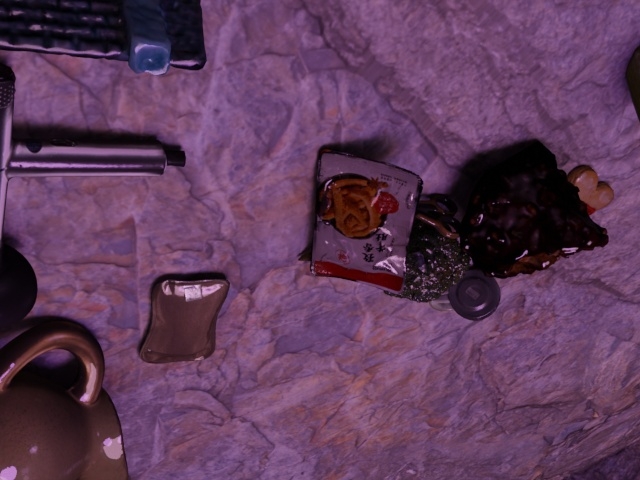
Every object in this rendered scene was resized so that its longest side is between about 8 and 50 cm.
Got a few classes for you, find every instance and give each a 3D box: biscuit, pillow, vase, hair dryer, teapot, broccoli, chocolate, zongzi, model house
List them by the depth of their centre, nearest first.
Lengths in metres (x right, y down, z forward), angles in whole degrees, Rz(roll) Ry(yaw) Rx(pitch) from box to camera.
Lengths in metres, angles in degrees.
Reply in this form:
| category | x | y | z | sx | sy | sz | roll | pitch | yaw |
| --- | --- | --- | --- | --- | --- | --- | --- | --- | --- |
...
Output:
| category | x | y | z | sx | sy | sz | roll | pitch | yaw |
| --- | --- | --- | --- | --- | --- | --- | --- | --- | --- |
| model house | -0.236 | -0.249 | 0.665 | 0.261 | 0.241 | 0.226 | -2 | 139 | -24 |
| hair dryer | -0.323 | -0.034 | 0.942 | 0.284 | 0.155 | 0.320 | 15 | 120 | -24 |
| chocolate | 0.351 | -0.009 | 1.194 | 0.224 | 0.177 | 0.206 | -29 | 131 | -24 |
| vase | -0.441 | 0.278 | 1.210 | 0.302 | 0.241 | 0.329 | 5 | 108 | -46 |
| zongzi | 0.000 | 0.000 | 1.225 | 0.083 | 0.040 | 0.076 | -5 | 134 | 6 |
| broccoli | 0.162 | 0.027 | 1.254 | 0.162 | 0.145 | 0.138 | -10 | 180 | 4 |
| pillow | -0.223 | 0.135 | 1.267 | 0.130 | 0.033 | 0.217 | -1 | 137 | -21 |
| biscuit | 0.415 | -0.029 | 1.388 | 0.234 | 0.030 | 0.153 | -43 | 135 | 22 |
| teapot | 0.275 | 0.103 | 1.448 | 0.092 | 0.124 | 0.091 | -67 | 157 | -10 |

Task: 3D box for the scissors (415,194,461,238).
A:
| category | x | y | z | sx | sy | sz | roll | pitch | yaw |
| --- | --- | --- | --- | --- | --- | --- | --- | --- | --- |
| scissors | 0.121 | -0.055 | 1.196 | 0.220 | 0.088 | 0.017 | 13 | 136 | -22 |

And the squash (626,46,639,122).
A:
| category | x | y | z | sx | sy | sz | roll | pitch | yaw |
| --- | --- | --- | --- | --- | --- | --- | --- | --- | --- |
| squash | 0.530 | -0.230 | 1.139 | 0.170 | 0.123 | 0.170 | -13 | 141 | -11 |

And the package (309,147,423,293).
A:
| category | x | y | z | sx | sy | sz | roll | pitch | yaw |
| --- | --- | --- | --- | --- | --- | --- | --- | --- | --- |
| package | 0.064 | -0.021 | 1.152 | 0.154 | 0.030 | 0.239 | 15 | 134 | 12 |
